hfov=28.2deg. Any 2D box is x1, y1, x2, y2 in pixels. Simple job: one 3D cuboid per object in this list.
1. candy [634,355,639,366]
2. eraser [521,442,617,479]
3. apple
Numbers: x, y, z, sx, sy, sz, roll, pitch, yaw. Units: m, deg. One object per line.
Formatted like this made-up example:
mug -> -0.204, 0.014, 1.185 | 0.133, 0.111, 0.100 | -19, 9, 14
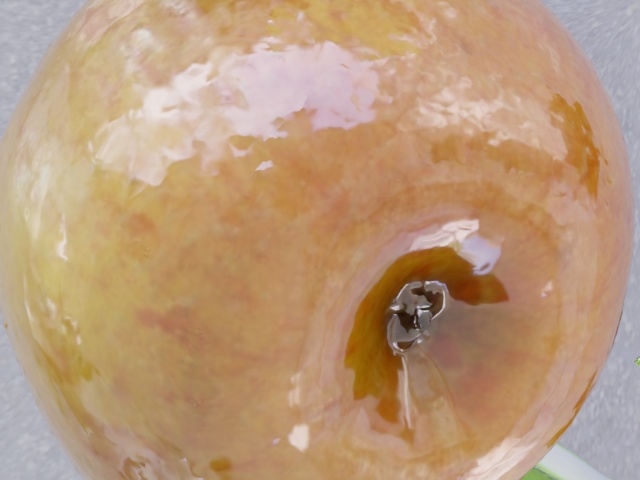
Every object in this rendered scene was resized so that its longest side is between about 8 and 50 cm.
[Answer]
candy -> 0.408, 0.117, 1.326 | 0.178, 0.032, 0.102 | 27, 104, -39
eraser -> 0.155, 0.316, 1.240 | 0.210, 0.092, 0.274 | 28, 100, 22
apple -> 0.000, 0.000, 0.582 | 0.299, 0.275, 0.299 | -6, 114, -14
